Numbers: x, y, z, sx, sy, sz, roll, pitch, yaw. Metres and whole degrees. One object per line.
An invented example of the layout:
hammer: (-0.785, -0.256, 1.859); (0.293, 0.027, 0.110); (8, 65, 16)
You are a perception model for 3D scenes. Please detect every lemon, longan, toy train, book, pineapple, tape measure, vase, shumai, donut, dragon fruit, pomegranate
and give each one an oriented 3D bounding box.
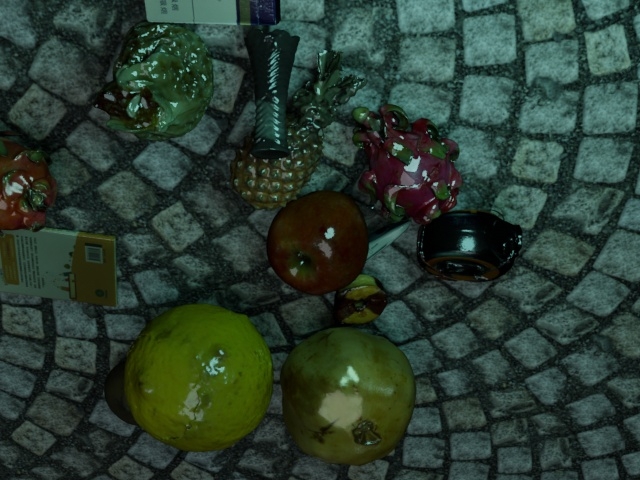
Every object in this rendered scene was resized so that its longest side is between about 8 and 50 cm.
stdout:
lemon: (-0.271, 0.317, 2.185); (0.350, 0.387, 0.349); (0, 90, 36)
longan: (-0.454, 0.384, 2.352); (0.187, 0.167, 0.167); (39, 134, 33)
toy train: (0.103, 0.016, 2.111); (0.048, 0.055, 0.252); (44, 118, -13)
book: (-0.634, 0.058, 2.229); (0.296, 0.020, 0.207); (8, 126, 0)
pineapple: (-0.039, -0.217, 1.894); (0.175, 0.175, 0.361); (36, 117, -19)
tape measure: (0.318, 0.018, 2.012); (0.223, 0.135, 0.202); (5, 161, -1)
vase: (-0.096, -0.279, 1.804); (0.116, 0.115, 0.237); (-1, 81, 6)
shumai: (-0.327, -0.289, 1.841); (0.189, 0.218, 0.255); (10, 126, 9)
donut: (0.089, 0.135, 2.174); (0.141, 0.059, 0.140); (-5, 138, -5)
dragon fruit: (-0.674, -0.120, 1.995); (0.227, 0.224, 0.224); (13, 126, 3)
dragon fruit: (0.175, -0.161, 1.909); (0.219, 0.198, 0.272); (-14, 98, 28)
pomegranate: (0.063, 0.365, 2.215); (0.333, 0.332, 0.332); (3, 125, 4)

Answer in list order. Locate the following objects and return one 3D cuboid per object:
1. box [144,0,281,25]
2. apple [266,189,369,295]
box: (-0.205, -0.496, 1.764); (0.260, 0.071, 0.168); (3, 126, 3)
apple: (0.000, 0.000, 2.017); (0.230, 0.230, 0.229); (3, 125, 4)
